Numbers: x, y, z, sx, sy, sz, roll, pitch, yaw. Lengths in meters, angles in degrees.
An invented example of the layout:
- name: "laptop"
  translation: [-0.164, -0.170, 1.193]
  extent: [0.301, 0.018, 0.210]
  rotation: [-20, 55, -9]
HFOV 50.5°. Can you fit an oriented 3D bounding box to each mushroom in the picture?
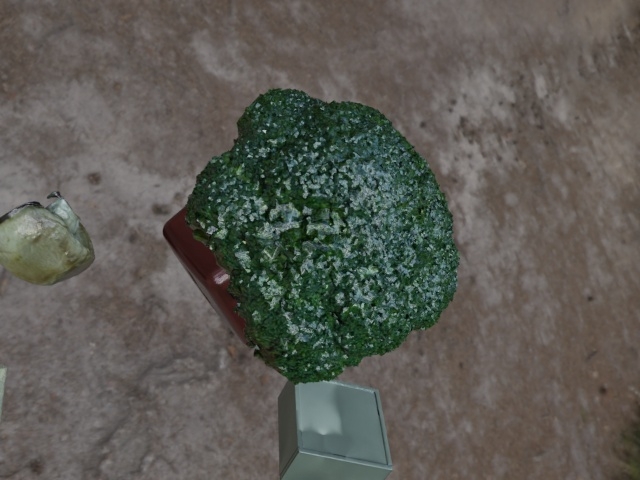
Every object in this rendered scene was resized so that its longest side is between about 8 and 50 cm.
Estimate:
- name: "mushroom"
  translation: [-0.597, 0.016, 1.473]
  extent: [0.189, 0.267, 0.164]
  rotation: [-34, 90, -16]

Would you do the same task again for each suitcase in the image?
- name: "suitcase"
  translation: [-0.176, 0.058, 1.386]
  extent: [0.236, 0.161, 0.297]
  rotation: [44, -14, 34]

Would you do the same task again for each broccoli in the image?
- name: "broccoli"
  translation: [0.000, 0.000, 0.716]
  extent: [0.307, 0.275, 0.308]
  rotation: [19, 56, -31]

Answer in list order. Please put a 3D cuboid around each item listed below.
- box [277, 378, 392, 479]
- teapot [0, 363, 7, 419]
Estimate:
- name: "box"
  translation: [0.026, 0.441, 1.553]
  extent: [0.224, 0.117, 0.225]
  rotation: [17, 35, -17]
- name: "teapot"
  translation: [-0.651, 0.327, 1.260]
  extent: [0.077, 0.107, 0.201]
  rotation: [9, 88, -65]
